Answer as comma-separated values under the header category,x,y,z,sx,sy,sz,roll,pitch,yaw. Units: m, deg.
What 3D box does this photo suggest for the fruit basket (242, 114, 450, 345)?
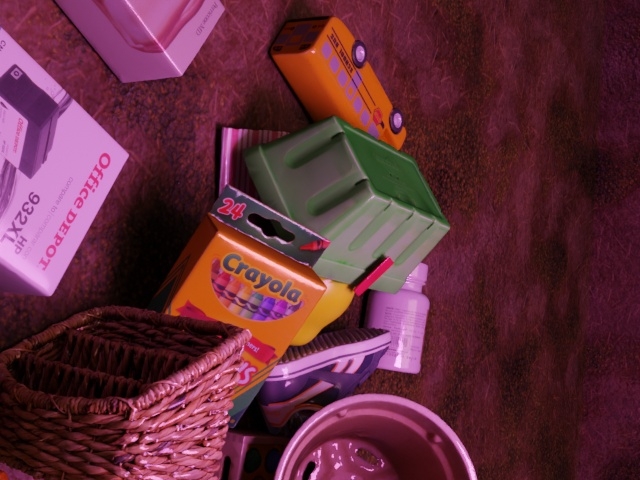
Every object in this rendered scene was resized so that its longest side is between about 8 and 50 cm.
category,x,y,z,sx,sy,sz,roll,pitch,yaw
fruit basket,0.000,0.000,1.524,0.392,0.392,0.283,14,46,-54

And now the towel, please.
category,x,y,z,sx,sy,sz,roll,pitch,yaw
towel,-0.111,-0.121,1.517,0.197,0.029,0.144,-4,99,-54

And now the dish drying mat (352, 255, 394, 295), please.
category,x,y,z,sx,sy,sz,roll,pitch,yaw
dish drying mat,0.089,0.060,1.467,0.083,0.008,0.032,-44,150,0

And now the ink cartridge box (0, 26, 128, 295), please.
category,x,y,z,sx,sy,sz,roll,pitch,yaw
ink cartridge box,-0.403,-0.106,1.021,0.307,0.129,0.223,50,54,-44

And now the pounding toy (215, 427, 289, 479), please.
category,x,y,z,sx,sy,sz,roll,pitch,yaw
pounding toy,-0.109,0.426,1.513,0.206,0.094,0.181,20,77,-53

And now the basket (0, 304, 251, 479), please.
category,x,y,z,sx,sy,sz,roll,pitch,yaw
basket,-0.273,0.183,1.087,0.213,0.299,0.223,22,78,-51

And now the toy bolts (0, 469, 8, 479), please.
category,x,y,z,sx,sy,sz,roll,pitch,yaw
toy bolts,-0.473,0.361,1.012,0.218,0.158,0.229,115,-22,-75

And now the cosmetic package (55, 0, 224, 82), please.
category,x,y,z,sx,sy,sz,roll,pitch,yaw
cosmetic package,-0.277,-0.372,1.171,0.296,0.129,0.153,53,51,-43

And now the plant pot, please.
category,x,y,z,sx,sy,sz,roll,pitch,yaw
plant pot,0.070,0.445,1.504,0.305,0.333,0.334,116,-10,-74

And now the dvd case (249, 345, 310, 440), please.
category,x,y,z,sx,sy,sz,roll,pitch,yaw
dvd case,-0.060,0.295,1.631,0.180,0.022,0.253,-44,127,-42

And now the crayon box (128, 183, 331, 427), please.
category,x,y,z,sx,sy,sz,roll,pitch,yaw
crayon box,-0.135,0.101,1.278,0.202,0.081,0.318,28,101,-28

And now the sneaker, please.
category,x,y,z,sx,sy,sz,roll,pitch,yaw
sneaker,0.007,0.245,1.596,0.321,0.126,0.127,-12,99,-42

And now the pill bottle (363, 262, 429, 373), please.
category,x,y,z,sx,sy,sz,roll,pitch,yaw
pill bottle,0.159,0.157,1.828,0.131,0.131,0.229,19,77,-53

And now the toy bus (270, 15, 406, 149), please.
category,x,y,z,sx,sy,sz,roll,pitch,yaw
toy bus,0.043,-0.273,1.643,0.333,0.108,0.130,54,52,-42
